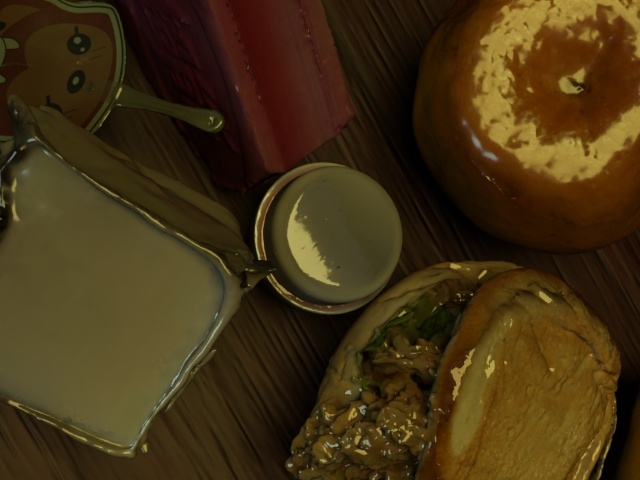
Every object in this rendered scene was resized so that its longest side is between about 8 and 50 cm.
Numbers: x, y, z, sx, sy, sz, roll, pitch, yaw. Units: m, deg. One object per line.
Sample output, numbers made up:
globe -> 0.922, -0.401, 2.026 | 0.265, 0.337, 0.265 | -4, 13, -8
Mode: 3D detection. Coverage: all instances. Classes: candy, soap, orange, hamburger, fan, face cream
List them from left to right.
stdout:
fan -> -0.171, -0.113, 0.713 | 0.220, 0.009, 0.132 | 18, 82, 12
candy -> -0.154, 0.022, 0.657 | 0.195, 0.137, 0.184 | 30, 104, -14
soap -> -0.065, -0.155, 0.724 | 0.099, 0.162, 0.249 | -36, 126, -24
face cream -> 0.000, 0.000, 0.759 | 0.117, 0.104, 0.117 | 3, 82, -20
hamburger -> 0.115, 0.138, 0.746 | 0.286, 0.146, 0.243 | -22, 109, -35
orange -> 0.198, -0.106, 0.806 | 0.249, 0.183, 0.248 | 0, 88, -1

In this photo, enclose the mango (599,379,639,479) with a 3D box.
mango -> 0.290, 0.217, 0.805 | 0.248, 0.151, 0.156 | -57, 136, -20
